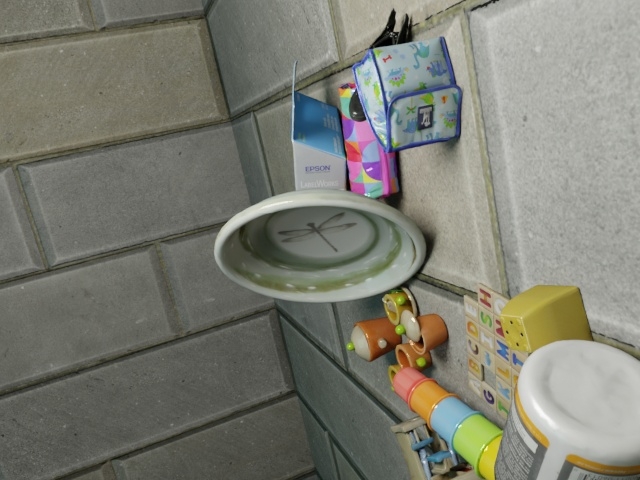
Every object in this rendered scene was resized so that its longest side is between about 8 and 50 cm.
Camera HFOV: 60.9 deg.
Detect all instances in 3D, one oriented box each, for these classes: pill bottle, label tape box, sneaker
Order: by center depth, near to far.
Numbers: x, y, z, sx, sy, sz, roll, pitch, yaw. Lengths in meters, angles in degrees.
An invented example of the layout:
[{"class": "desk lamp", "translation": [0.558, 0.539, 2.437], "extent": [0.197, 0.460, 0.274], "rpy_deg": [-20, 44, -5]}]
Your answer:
[{"class": "pill bottle", "translation": [0.303, 0.269, 0.665], "extent": [0.162, 0.162, 0.278], "rpy_deg": [-126, 26, -48]}, {"class": "sneaker", "translation": [0.093, -0.284, 0.891], "extent": [0.051, 0.170, 0.089], "rpy_deg": [30, 170, 20]}, {"class": "label tape box", "translation": [-0.002, -0.180, 1.183], "extent": [0.249, 0.115, 0.347], "rpy_deg": [-94, 3, -53]}]

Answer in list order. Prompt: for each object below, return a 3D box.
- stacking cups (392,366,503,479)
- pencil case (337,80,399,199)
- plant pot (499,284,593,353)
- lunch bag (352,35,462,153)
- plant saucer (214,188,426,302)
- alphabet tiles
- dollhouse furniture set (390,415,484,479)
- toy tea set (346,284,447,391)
[{"class": "stacking cups", "translation": [0.246, 0.318, 0.961], "extent": [0.316, 0.096, 0.096], "rpy_deg": [36, 139, 57]}, {"class": "pencil case", "translation": [0.092, -0.191, 1.027], "extent": [0.104, 0.105, 0.236], "rpy_deg": [-139, 35, -60]}, {"class": "plant pot", "translation": [0.285, 0.109, 0.712], "extent": [0.081, 0.083, 0.081], "rpy_deg": [168, 86, -74]}, {"class": "lunch bag", "translation": [0.135, -0.215, 0.818], "extent": [0.096, 0.129, 0.151], "rpy_deg": [171, 84, -73]}, {"class": "plant saucer", "translation": [0.000, 0.000, 1.058], "extent": [0.400, 0.401, 0.100], "rpy_deg": [104, 168, -58]}, {"class": "alphabet tiles", "translation": [0.297, 0.194, 0.880], "extent": [0.198, 0.009, 0.237], "rpy_deg": [-141, 38, -62]}, {"class": "dollhouse furniture set", "translation": [0.244, 0.392, 1.024], "extent": [0.183, 0.129, 0.129], "rpy_deg": [130, 122, -65]}, {"class": "toy tea set", "translation": [0.147, 0.218, 1.168], "extent": [0.336, 0.124, 0.200], "rpy_deg": [100, 149, -55]}]
